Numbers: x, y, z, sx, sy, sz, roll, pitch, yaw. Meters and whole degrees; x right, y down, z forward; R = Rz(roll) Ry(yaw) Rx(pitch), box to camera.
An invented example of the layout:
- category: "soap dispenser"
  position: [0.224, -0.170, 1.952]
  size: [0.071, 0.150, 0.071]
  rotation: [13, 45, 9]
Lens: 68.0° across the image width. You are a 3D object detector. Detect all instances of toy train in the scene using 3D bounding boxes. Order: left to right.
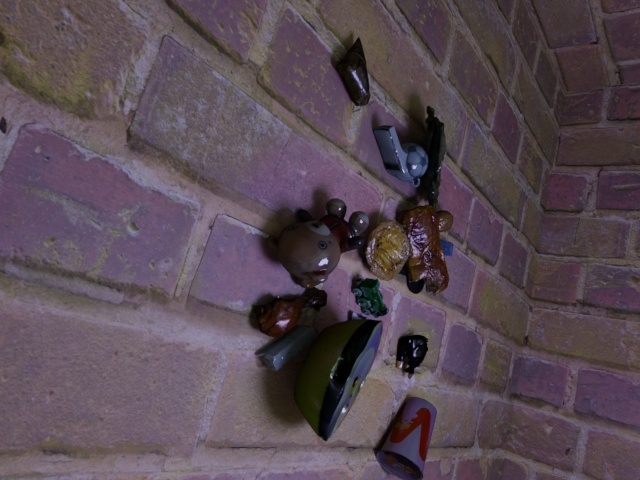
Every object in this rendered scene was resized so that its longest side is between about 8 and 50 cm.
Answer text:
- category: "toy train"
  position: [0.189, 0.212, 1.747]
  size: [0.071, 0.104, 0.178]
  rotation: [-53, 130, -37]

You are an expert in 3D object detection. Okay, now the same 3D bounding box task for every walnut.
- category: "walnut"
  position: [0.539, -0.085, 2.129]
  size: [0.124, 0.105, 0.105]
  rotation: [-11, 102, -36]

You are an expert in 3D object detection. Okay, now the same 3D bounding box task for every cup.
- category: "cup"
  position: [0.373, 0.807, 1.963]
  size: [0.288, 0.203, 0.203]
  rotation: [-51, 129, -41]

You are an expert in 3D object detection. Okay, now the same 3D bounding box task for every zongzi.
- category: "zongzi"
  position: [0.138, -0.577, 1.648]
  size: [0.187, 0.084, 0.184]
  rotation: [60, 41, -42]

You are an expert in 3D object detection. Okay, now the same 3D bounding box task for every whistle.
- category: "whistle"
  position: [0.326, -0.331, 1.823]
  size: [0.163, 0.163, 0.290]
  rotation: [-46, 122, -36]

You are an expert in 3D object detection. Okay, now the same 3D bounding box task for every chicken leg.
- category: "chicken leg"
  position: [-0.075, 0.206, 1.464]
  size: [0.304, 0.093, 0.113]
  rotation: [-20, 97, -51]

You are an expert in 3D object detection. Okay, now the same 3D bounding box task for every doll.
- category: "doll"
  position: [0.000, 0.000, 1.460]
  size: [0.330, 0.235, 0.174]
  rotation: [-34, 153, -45]

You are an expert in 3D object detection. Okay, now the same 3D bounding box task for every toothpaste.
- category: "toothpaste"
  position: [0.520, 0.025, 2.150]
  size: [0.272, 0.053, 0.066]
  rotation: [11, 89, -49]

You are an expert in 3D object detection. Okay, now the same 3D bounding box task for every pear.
- category: "pear"
  position: [0.040, 0.405, 1.492]
  size: [0.399, 0.165, 0.399]
  rotation: [-53, 156, -37]

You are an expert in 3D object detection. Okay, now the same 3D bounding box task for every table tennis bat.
- category: "table tennis bat"
  position: [0.397, 0.149, 2.038]
  size: [0.236, 0.027, 0.150]
  rotation: [21, 76, -49]

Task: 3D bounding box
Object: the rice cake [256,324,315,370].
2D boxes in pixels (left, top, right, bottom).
- category: "rice cake"
  position: [-0.098, 0.325, 1.455]
  size: [0.206, 0.069, 0.063]
  rotation: [-32, 116, -44]

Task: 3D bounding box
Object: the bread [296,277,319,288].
- category: "bread"
  position: [-0.032, 0.108, 1.511]
  size: [0.113, 0.060, 0.082]
  rotation: [-15, 131, -42]

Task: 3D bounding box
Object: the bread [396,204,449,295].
- category: "bread"
  position: [0.424, 0.047, 1.955]
  size: [0.185, 0.109, 0.380]
  rotation: [-20, 102, -30]

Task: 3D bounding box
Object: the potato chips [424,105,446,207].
- category: "potato chips"
  position: [0.470, -0.332, 1.961]
  size: [0.358, 0.070, 0.429]
  rotation: [-68, 154, -66]

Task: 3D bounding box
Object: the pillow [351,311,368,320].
- category: "pillow"
  position: [0.130, 0.334, 1.729]
  size: [0.091, 0.055, 0.136]
  rotation: [18, 75, -16]

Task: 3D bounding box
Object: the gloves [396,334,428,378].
- category: "gloves"
  position: [0.393, 0.497, 2.001]
  size: [0.129, 0.106, 0.181]
  rotation: [-7, 94, -50]

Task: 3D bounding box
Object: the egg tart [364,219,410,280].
- category: "egg tart"
  position: [0.241, 0.033, 1.802]
  size: [0.252, 0.098, 0.232]
  rotation: [25, 81, -43]
